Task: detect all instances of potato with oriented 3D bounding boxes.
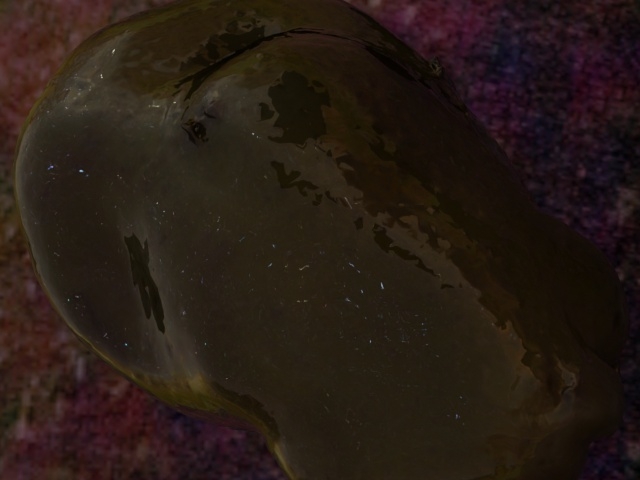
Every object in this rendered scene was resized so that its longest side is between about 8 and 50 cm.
[{"bbox_3d":[-0.002,0.003,0.561,0.351,0.218,0.202,32,124,37],"label":"potato"}]
